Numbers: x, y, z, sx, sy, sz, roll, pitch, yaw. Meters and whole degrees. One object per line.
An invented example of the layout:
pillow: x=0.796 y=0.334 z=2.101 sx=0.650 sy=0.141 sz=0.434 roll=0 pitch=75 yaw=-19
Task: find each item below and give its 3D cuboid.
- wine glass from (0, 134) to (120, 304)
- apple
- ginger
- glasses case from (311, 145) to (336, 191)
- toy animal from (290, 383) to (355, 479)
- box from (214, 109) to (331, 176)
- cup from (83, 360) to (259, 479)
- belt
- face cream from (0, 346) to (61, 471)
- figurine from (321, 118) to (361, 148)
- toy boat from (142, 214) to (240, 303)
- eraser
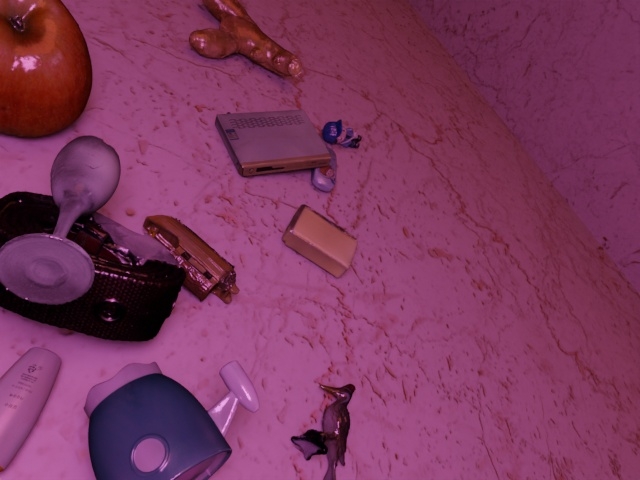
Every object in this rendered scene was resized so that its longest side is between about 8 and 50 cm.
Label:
wine glass: x=-0.402 y=-0.084 z=0.576 sx=0.264 sy=0.096 sz=0.309 roll=27 pitch=23 yaw=-30
apple: x=-0.572 y=-0.356 z=0.824 sx=0.309 sy=0.250 sz=0.277 roll=40 pitch=40 yaw=-5
ginger: x=-0.237 y=-0.662 z=1.461 sx=0.348 sy=0.122 sz=0.363 roll=18 pitch=40 yaw=-28
glasses case: x=0.011 y=-0.209 z=1.290 sx=0.067 sy=0.045 sz=0.178 roll=21 pitch=45 yaw=-19
toy animal: x=0.023 y=0.339 z=0.825 sx=0.105 sy=0.070 sz=0.202 roll=48 pitch=37 yaw=-12
box: x=-0.127 y=-0.270 z=1.211 sx=0.270 sy=0.045 sz=0.210 roll=-15 pitch=64 yaw=-32
cup: x=-0.233 y=0.264 z=0.613 sx=0.300 sy=0.167 sz=0.173 roll=-32 pitch=67 yaw=-22
belt: x=-0.368 y=0.054 z=0.699 sx=0.289 sy=0.164 sz=0.184 roll=25 pitch=18 yaw=-15
face cream: x=-0.409 y=0.228 z=0.588 sx=0.072 sy=0.051 sz=0.182 roll=28 pitch=42 yaw=-16
figurine: x=0.064 y=-0.336 z=1.429 sx=0.079 sy=0.077 sz=0.136 roll=22 pitch=8 yaw=36
toy boat: x=-0.252 y=0.037 z=0.862 sx=0.226 sy=0.068 sz=0.088 roll=42 pitch=47 yaw=0
eraser: x=0.000 y=0.000 z=1.091 sx=0.172 sy=0.058 sz=0.117 roll=33 pitch=41 yaw=-9
